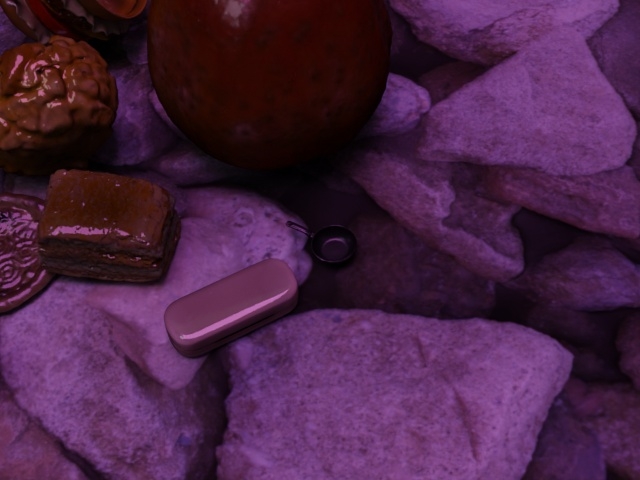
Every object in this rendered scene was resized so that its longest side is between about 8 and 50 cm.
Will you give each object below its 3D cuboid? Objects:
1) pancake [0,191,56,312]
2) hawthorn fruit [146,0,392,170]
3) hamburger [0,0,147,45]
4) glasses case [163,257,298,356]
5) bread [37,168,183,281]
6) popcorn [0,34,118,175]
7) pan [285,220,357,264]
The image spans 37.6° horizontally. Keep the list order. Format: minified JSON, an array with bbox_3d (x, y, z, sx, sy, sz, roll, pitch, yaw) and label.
[{"bbox_3d":[-0.494,0.022,1.420,0.212,0.029,0.235,25,62,18],"label":"pancake"},{"bbox_3d":[-0.079,-0.319,1.423,0.402,0.403,0.403,-2,55,2],"label":"hawthorn fruit"},{"bbox_3d":[-0.447,-0.462,1.615,0.212,0.274,0.274,-14,51,26],"label":"hamburger"},{"bbox_3d":[-0.125,0.094,1.334,0.196,0.050,0.083,-24,59,-13],"label":"glasses case"},{"bbox_3d":[-0.310,-0.021,1.383,0.196,0.102,0.138,9,54,-1],"label":"bread"},{"bbox_3d":[-0.423,-0.204,1.458,0.250,0.250,0.190,-9,71,-3],"label":"popcorn"},{"bbox_3d":[0.000,0.000,1.408,0.115,0.023,0.068,25,61,16],"label":"pan"}]
